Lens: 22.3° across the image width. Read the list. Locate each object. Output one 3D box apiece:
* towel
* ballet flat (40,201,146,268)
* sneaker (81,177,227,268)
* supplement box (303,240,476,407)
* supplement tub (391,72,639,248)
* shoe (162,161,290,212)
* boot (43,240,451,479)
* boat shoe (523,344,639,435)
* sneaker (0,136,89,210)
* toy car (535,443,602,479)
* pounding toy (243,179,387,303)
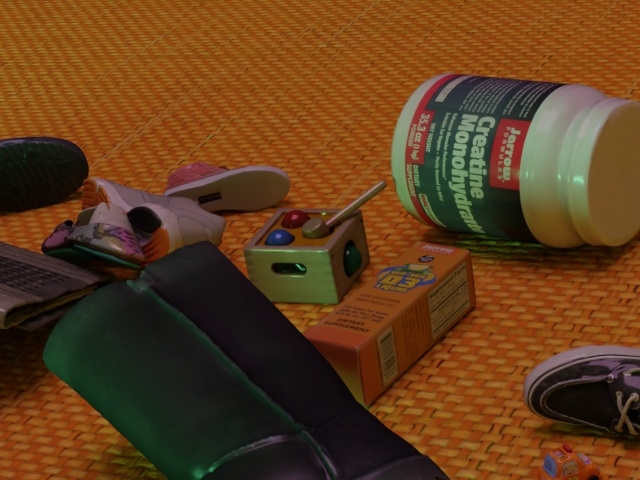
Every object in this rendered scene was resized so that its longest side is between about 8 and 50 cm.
[{"bbox_3d":[-0.439,0.042,1.900,0.324,0.056,0.312,15,9,14],"label":"towel"},{"bbox_3d":[-0.279,-0.007,2.015,0.077,0.079,0.221,26,-15,-31],"label":"ballet flat"},{"bbox_3d":[-0.217,-0.021,2.085,0.121,0.099,0.262,-5,17,-34],"label":"sneaker"},{"bbox_3d":[0.076,0.085,1.728,0.078,0.080,0.233,10,29,33],"label":"supplement box"},{"bbox_3d":[0.238,-0.094,1.909,0.272,0.191,0.191,10,32,39],"label":"supplement tub"},{"bbox_3d":[-0.127,-0.078,2.177,0.178,0.063,0.081,-12,29,8],"label":"shoe"},{"bbox_3d":[-0.143,0.182,1.437,0.367,0.146,0.445,-17,36,-26],"label":"boot"},{"bbox_3d":[0.298,0.144,1.507,0.219,0.077,0.070,-4,24,10],"label":"boat shoe"},{"bbox_3d":[-0.488,-0.104,2.326,0.319,0.112,0.131,-9,27,1],"label":"sneaker"},{"bbox_3d":[0.223,0.218,1.422,0.060,0.040,0.122,-10,24,2],"label":"toy car"},{"bbox_3d":[0.000,0.000,1.913,0.141,0.100,0.130,1,27,24],"label":"pounding toy"}]
